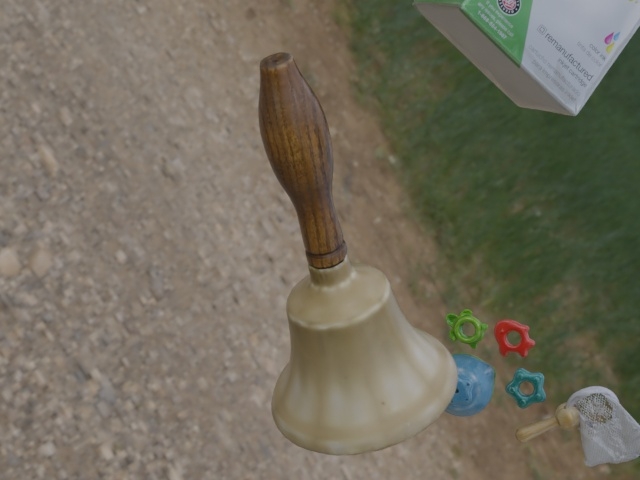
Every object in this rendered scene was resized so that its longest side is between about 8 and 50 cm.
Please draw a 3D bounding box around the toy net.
[{"bbox_3d":[0.231,0.154,1.229,0.232,0.122,0.045,18,8,15],"label":"toy net"}]

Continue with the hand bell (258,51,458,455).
[{"bbox_3d":[0.000,0.000,0.717,0.126,0.126,0.242,-87,164,-57],"label":"hand bell"}]

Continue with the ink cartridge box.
[{"bbox_3d":[0.210,-0.239,1.026,0.154,0.212,0.093,38,-6,-25],"label":"ink cartridge box"}]
